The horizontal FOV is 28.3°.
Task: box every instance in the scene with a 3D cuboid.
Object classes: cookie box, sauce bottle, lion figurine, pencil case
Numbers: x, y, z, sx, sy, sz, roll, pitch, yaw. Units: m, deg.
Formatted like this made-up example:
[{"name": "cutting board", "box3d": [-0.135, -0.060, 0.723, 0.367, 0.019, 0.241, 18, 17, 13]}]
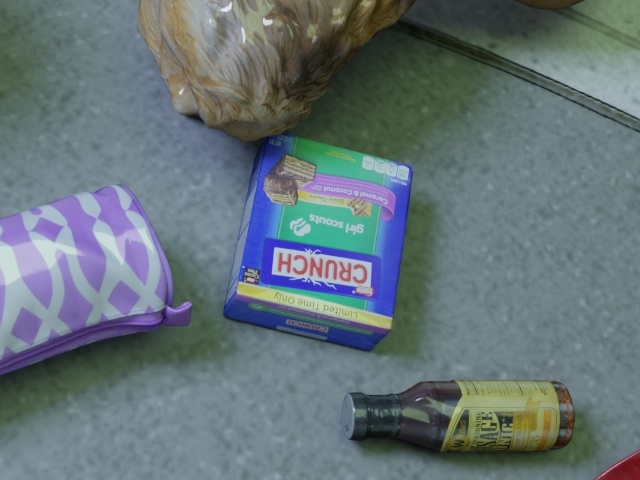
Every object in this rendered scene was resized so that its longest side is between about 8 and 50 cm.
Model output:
[{"name": "cookie box", "box3d": [0.000, 0.000, 0.732, 0.092, 0.040, 0.107, 14, 64, -9]}, {"name": "sauce bottle", "box3d": [0.076, 0.099, 0.707, 0.128, 0.042, 0.042, 0, 66, -12]}, {"name": "lion figurine", "box3d": [0.071, -0.194, 0.779, 0.392, 0.142, 0.240, -12, 62, -15]}, {"name": "pencil case", "box3d": [-0.176, 0.039, 0.643, 0.206, 0.086, 0.088, -23, 61, -22]}]

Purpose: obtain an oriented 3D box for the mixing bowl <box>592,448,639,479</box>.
[{"name": "mixing bowl", "box3d": [0.200, 0.189, 0.642, 0.181, 0.181, 0.098, -47, 110, -27]}]
